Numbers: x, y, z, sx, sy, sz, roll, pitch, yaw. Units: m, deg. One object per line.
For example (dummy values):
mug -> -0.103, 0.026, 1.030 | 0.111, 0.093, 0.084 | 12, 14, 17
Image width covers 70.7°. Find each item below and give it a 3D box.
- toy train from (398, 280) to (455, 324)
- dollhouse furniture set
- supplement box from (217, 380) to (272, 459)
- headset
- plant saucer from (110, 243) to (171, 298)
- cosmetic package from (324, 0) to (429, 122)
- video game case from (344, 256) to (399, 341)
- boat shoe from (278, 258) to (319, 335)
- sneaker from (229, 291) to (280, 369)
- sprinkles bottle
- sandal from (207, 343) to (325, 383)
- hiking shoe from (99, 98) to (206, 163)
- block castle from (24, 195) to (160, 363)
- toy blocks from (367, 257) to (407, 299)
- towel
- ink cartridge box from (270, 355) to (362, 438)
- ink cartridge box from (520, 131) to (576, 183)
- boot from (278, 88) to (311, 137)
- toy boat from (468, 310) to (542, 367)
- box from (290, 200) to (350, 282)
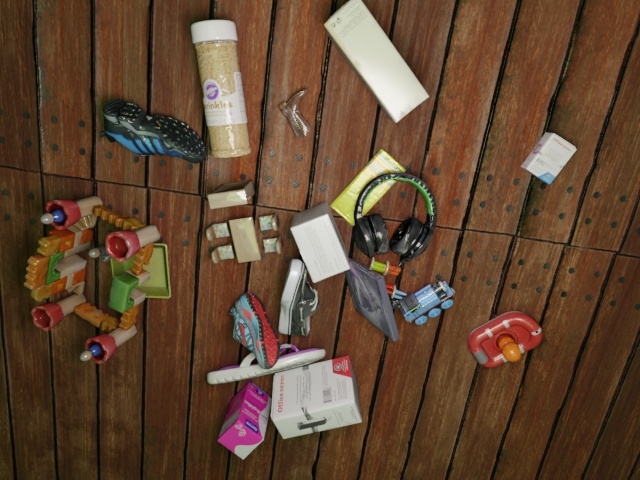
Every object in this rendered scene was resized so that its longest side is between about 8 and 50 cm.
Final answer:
toy train -> 0.341, 0.197, 1.443 | 0.184, 0.080, 0.105 | -35, 132, 12
dollhouse furniture set -> -0.241, -0.044, 1.357 | 0.211, 0.161, 0.242 | -8, 107, 4
supplement box -> -0.251, 0.603, 1.529 | 0.111, 0.220, 0.114 | 41, 105, -11
headset -> 0.217, -0.001, 1.330 | 0.243, 0.185, 0.395 | 6, 99, -6
plant saucer -> -0.580, 0.091, 1.472 | 0.188, 0.045, 0.188 | 2, 107, 2
cosmetic package -> 0.148, -0.478, 1.212 | 0.113, 0.160, 0.309 | -36, 102, 13
video game case -> 0.143, 0.165, 1.357 | 0.026, 0.274, 0.196 | -21, 107, -13
boat shoe -> -0.059, 0.183, 1.410 | 0.119, 0.121, 0.335 | 10, 138, 1
sneaker -> -0.218, 0.304, 1.459 | 0.125, 0.104, 0.262 | -36, 59, 20
sprinkles bottle -> -0.273, -0.416, 1.264 | 0.121, 0.121, 0.356 | -5, 108, 3
sandal -> -0.192, 0.398, 1.517 | 0.415, 0.169, 0.102 | -15, 74, 5
hiking shoe -> -0.486, -0.301, 1.333 | 0.303, 0.113, 0.132 | 25, 137, -12
block castle -> -0.696, 0.115, 1.350 | 0.302, 0.213, 0.454 | 26, 113, 9
toy blocks -> 0.217, 0.127, 1.453 | 0.148, 0.054, 0.123 | 17, 105, -5
towel -> 0.144, -0.161, 1.384 | 0.102, 0.021, 0.237 | 41, 105, -7
ink cartridge box -> -0.015, 0.519, 1.499 | 0.272, 0.197, 0.114 | -14, 121, 6
ink cartridge box -> 0.668, -0.242, 1.322 | 0.088, 0.052, 0.123 | 31, 107, -8
boot -> -0.052, -0.367, 1.315 | 0.106, 0.037, 0.114 | -28, 102, 23
toy boat -> 0.604, 0.335, 1.453 | 0.231, 0.151, 0.151 | -33, 104, 11
box -> 0.000, 0.000, 1.353 | 0.118, 0.182, 0.181 | -21, 106, 6
